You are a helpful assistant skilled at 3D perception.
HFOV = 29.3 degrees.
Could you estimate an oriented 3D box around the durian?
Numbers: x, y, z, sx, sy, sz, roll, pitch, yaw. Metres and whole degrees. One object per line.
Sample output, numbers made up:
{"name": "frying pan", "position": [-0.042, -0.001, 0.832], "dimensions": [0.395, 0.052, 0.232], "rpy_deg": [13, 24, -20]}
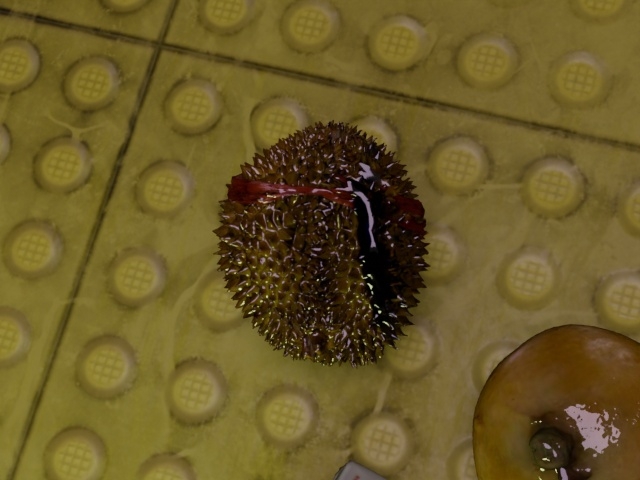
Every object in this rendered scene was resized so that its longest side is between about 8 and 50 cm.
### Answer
{"name": "durian", "position": [0.005, 0.001, 1.907], "dimensions": [0.347, 0.348, 0.385], "rpy_deg": [5, 66, 10]}

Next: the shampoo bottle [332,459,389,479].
{"name": "shampoo bottle", "position": [0.125, 0.461, 1.853], "dimensions": [0.284, 0.071, 0.153], "rpy_deg": [31, 51, 1]}

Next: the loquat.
{"name": "loquat", "position": [0.367, 0.285, 1.752], "dimensions": [0.328, 0.359, 0.329], "rpy_deg": [-1, 87, 28]}
